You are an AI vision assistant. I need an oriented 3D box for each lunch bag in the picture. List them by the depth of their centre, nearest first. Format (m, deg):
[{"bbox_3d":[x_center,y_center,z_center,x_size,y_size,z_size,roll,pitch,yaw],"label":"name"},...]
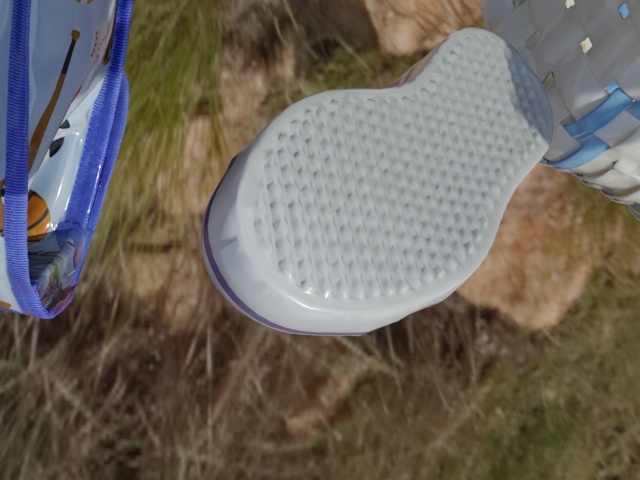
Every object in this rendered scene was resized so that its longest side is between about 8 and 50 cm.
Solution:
[{"bbox_3d":[-0.299,-0.154,1.088,0.328,0.239,0.385,13,115,11],"label":"lunch bag"}]

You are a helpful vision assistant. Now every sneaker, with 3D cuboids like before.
[{"bbox_3d":[0.001,0.001,0.763,0.161,0.282,0.102,-35,88,32],"label":"sneaker"}]

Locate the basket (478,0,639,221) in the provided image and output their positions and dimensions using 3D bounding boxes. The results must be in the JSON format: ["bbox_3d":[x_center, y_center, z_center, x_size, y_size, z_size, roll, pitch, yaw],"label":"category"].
[{"bbox_3d":[0.264,-0.120,0.974,0.289,0.201,0.255,18,140,-33],"label":"basket"}]
